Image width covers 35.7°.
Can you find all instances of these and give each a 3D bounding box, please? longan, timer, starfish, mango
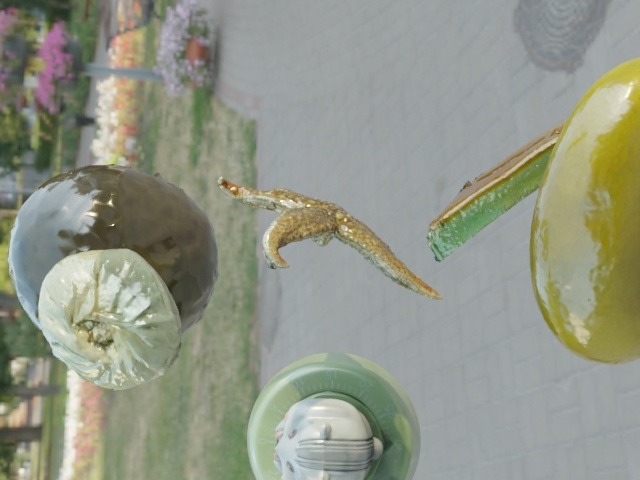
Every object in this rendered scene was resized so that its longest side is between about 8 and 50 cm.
[{"bbox_3d":[-0.385,0.037,1.861,0.391,0.391,0.391,-177,90,-74],"label":"longan"},{"bbox_3d":[0.012,0.315,1.523,0.315,0.291,0.290,60,-149,-82],"label":"timer"},{"bbox_3d":[0.003,-0.010,1.439,0.375,0.327,0.094,29,101,27],"label":"starfish"},{"bbox_3d":[0.306,-0.016,1.037,0.142,0.195,0.331,29,135,53],"label":"mango"}]

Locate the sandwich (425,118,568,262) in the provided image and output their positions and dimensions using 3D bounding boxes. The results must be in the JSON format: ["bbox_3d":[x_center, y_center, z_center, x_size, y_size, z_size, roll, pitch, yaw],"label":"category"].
[{"bbox_3d":[0.280,-0.087,1.455,0.063,0.245,0.212,51,136,-3],"label":"sandwich"}]

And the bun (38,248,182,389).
[{"bbox_3d":[-0.252,0.093,1.175,0.188,0.164,0.111,53,-170,12],"label":"bun"}]
